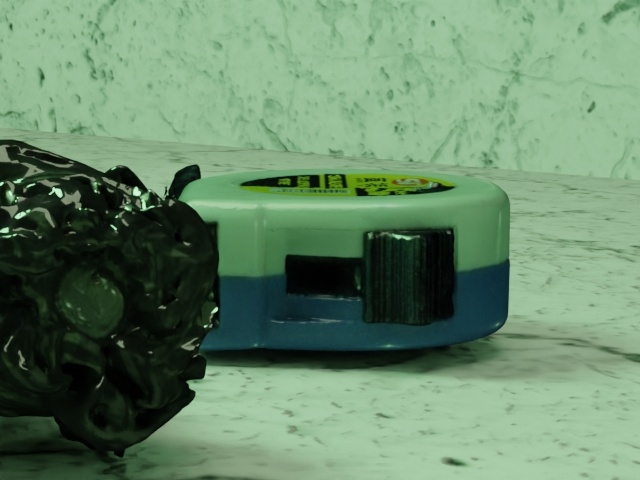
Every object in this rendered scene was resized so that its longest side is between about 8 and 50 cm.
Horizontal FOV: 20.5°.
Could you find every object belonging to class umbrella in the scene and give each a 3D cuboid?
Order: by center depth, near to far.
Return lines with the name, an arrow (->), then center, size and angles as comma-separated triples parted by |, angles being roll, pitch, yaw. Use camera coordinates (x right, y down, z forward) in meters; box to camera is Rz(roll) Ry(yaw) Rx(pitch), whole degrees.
umbrella -> -0.163, 0.028, 0.781 | 0.154, 0.128, 0.337 | 17, -9, -35

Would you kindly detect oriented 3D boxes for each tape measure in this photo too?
tape measure -> 0.000, 0.000, 1.107 | 0.215, 0.097, 0.351 | 0, 10, -2
